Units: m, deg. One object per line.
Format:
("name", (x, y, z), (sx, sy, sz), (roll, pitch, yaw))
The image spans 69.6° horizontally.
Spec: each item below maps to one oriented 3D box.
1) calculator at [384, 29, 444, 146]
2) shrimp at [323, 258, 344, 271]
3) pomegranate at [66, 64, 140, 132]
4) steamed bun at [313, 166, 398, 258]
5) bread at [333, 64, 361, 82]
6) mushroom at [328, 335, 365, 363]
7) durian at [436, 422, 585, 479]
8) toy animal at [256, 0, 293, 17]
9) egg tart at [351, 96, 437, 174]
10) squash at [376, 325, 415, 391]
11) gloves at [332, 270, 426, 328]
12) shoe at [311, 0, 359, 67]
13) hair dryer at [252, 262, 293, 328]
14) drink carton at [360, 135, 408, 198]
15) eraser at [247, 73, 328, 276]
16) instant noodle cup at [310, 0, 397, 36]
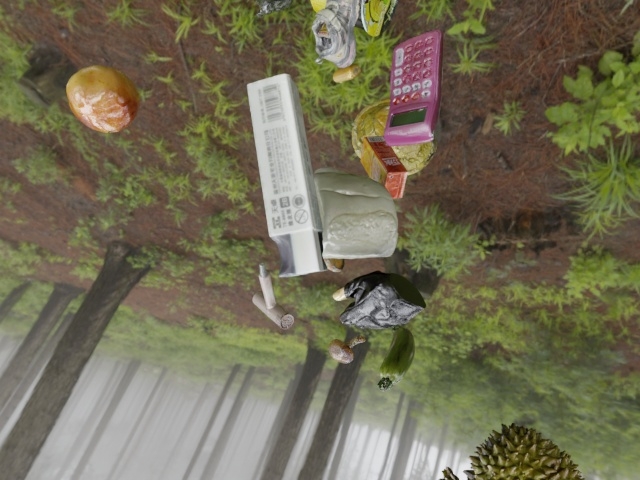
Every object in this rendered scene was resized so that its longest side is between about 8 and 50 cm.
("calculator", (0.170, -0.268, 0.826), (0.034, 0.191, 0.126), (3, -176, -31))
("shrimp", (0.000, 0.000, 1.898), (0.290, 0.222, 0.054), (44, 119, -14))
("pomegranate", (-0.659, -0.433, 1.407), (0.209, 0.209, 0.209), (19, 155, 9))
("steamed bun", (0.053, -0.069, 1.245), (0.247, 0.236, 0.383), (4, 179, -14))
("bread", (0.099, -0.623, 1.709), (0.103, 0.062, 0.049), (11, 135, 53))
("mushroom", (0.080, 0.337, 1.440), (0.129, 0.073, 0.088), (-36, 87, 23))
("durian", (0.325, 0.445, 0.767), (0.258, 0.258, 0.293), (-1, 161, 41))
("toy animal", (-0.086, -0.564, 1.073), (0.065, 0.135, 0.047), (26, 141, 58))
("egg tart", (0.283, -0.405, 1.741), (0.341, 0.341, 0.132), (21, 162, 6))
("squash", (0.214, 0.302, 1.246), (0.080, 0.318, 0.071), (5, 108, 15))
("gloves", (0.117, 0.150, 1.053), (0.164, 0.124, 0.203), (37, 125, -9))
("shoe", (0.025, -0.479, 1.025), (0.089, 0.092, 0.180), (27, 124, 44))
("hair dryer", (-0.178, 0.152, 1.445), (0.195, 0.053, 0.220), (26, 141, 52))
("drink carton", (0.190, -0.226, 1.406), (0.071, 0.223, 0.096), (-5, 130, -13))
("eraser", (-0.065, -0.129, 0.960), (0.098, 0.404, 0.096), (-10, 176, 12))
("instant noodle cup", (0.099, -0.776, 1.455), (0.236, 0.216, 0.215), (25, 158, 27))
